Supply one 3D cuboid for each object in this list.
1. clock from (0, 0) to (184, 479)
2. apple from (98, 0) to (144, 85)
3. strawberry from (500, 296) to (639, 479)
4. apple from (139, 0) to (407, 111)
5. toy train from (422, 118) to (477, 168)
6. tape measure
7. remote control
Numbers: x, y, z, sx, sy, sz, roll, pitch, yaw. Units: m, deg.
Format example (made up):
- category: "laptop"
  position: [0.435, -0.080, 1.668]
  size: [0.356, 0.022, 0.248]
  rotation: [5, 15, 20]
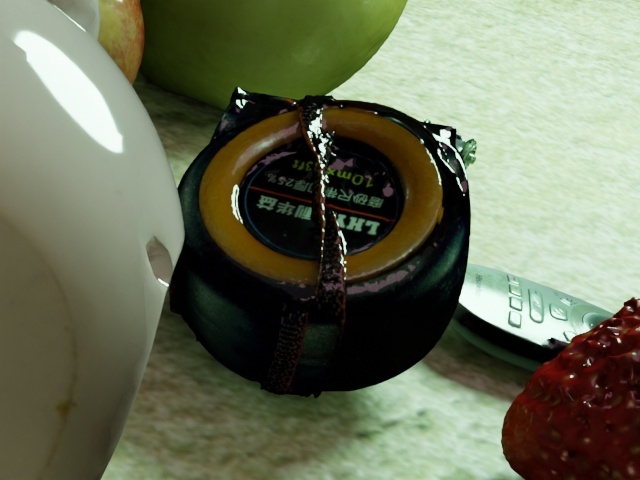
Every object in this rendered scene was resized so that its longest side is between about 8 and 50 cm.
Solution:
- category: "clock"
  position: [-0.225, 0.017, 0.598]
  size: [0.250, 0.368, 0.377]
  rotation: [32, 0, -25]
- category: "apple"
  position: [-0.240, -0.159, 1.054]
  size: [0.209, 0.164, 0.209]
  rotation: [4, 64, -7]
- category: "strawberry"
  position: [0.215, 0.115, 0.876]
  size: [0.201, 0.184, 0.186]
  rotation: [0, 64, 9]
- category: "apple"
  position: [-0.061, -0.250, 1.233]
  size: [0.292, 0.254, 0.292]
  rotation: [13, 33, -9]
- category: "toy train"
  position: [0.063, -0.030, 1.120]
  size: [0.060, 0.081, 0.202]
  rotation: [28, 37, 15]
- category: "tape measure"
  position: [0.000, 0.000, 0.947]
  size: [0.202, 0.135, 0.223]
  rotation: [12, 48, 10]
- category: "remote control"
  position: [0.198, 0.082, 1.044]
  size: [0.256, 0.045, 0.097]
  rotation: [22, 30, -3]
